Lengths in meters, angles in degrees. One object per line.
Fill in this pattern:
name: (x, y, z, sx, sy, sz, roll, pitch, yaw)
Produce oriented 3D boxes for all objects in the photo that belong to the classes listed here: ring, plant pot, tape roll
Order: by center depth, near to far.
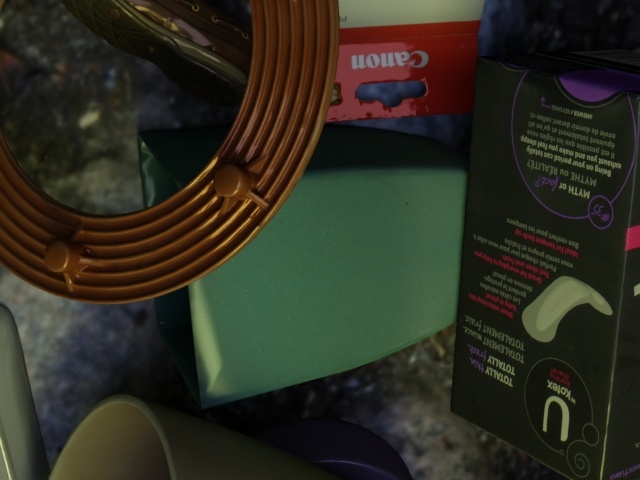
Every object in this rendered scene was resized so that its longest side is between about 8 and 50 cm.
ring: (-0.142, -0.126, 0.923, 0.337, 0.032, 0.336, -1, 87, 28)
plant pot: (-0.042, 0.259, 1.004, 0.274, 0.256, 0.256, 14, 106, -31)
plant pot: (0.000, 0.000, 1.035, 0.234, 0.166, 0.165, -9, 109, -14)
tape roll: (-0.003, 0.248, 1.157, 0.189, 0.080, 0.189, -3, 108, -9)

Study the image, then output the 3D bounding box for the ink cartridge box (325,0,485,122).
ink cartridge box: (0.053, -0.178, 1.037, 0.145, 0.045, 0.179, -4, 100, -7)

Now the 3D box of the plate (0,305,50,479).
plate: (-0.335, 0.217, 1.067, 0.278, 0.045, 0.277, -18, 110, -24)

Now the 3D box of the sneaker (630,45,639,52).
sneaker: (0.309, -0.073, 1.051, 0.115, 0.090, 0.232, -36, 71, -6)

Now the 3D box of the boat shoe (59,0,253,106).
boat shoe: (-0.122, -0.168, 1.017, 0.178, 0.064, 0.060, 32, 68, -15)

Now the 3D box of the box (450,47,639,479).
box: (0.201, 0.012, 0.971, 0.143, 0.165, 0.270, -8, 109, -32)
